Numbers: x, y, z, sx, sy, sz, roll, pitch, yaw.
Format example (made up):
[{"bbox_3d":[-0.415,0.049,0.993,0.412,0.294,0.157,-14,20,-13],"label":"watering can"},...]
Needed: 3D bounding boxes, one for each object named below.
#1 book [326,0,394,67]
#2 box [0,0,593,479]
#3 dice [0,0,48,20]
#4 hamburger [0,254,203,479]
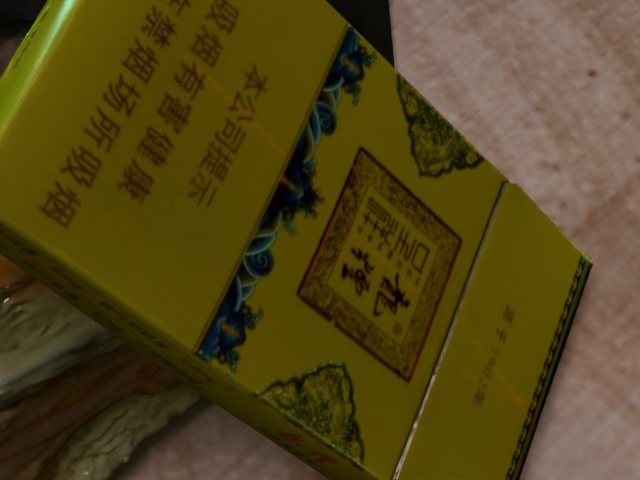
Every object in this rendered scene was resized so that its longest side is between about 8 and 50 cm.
[{"bbox_3d":[-0.007,-0.101,0.578,0.024,0.160,0.228,-21,56,29],"label":"book"},{"bbox_3d":[-0.001,-0.001,0.466,0.041,0.279,0.153,-8,51,48],"label":"box"},{"bbox_3d":[-0.178,-0.303,0.649,0.271,0.270,0.270,7,62,14],"label":"dice"},{"bbox_3d":[-0.205,0.036,0.521,0.330,0.162,0.209,-35,55,-11],"label":"hamburger"}]
